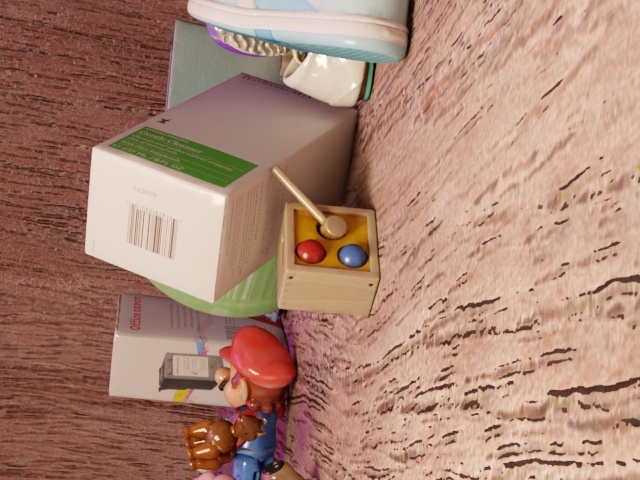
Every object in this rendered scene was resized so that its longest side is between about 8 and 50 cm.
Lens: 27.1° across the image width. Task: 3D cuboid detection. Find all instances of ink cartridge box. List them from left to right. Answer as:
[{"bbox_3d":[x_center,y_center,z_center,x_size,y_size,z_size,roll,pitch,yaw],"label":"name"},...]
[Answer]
[{"bbox_3d":[-0.224,0.201,2.421,0.226,0.306,0.131,-109,25,-72],"label":"ink cartridge box"}]

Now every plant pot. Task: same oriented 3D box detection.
[{"bbox_3d":[-0.141,-0.229,2.297,0.248,0.252,0.247,174,100,-82],"label":"plant pot"}]

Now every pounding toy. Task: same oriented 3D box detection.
[{"bbox_3d":[0.000,0.000,1.578,0.100,0.130,0.141,104,168,-47],"label":"pounding toy"}]

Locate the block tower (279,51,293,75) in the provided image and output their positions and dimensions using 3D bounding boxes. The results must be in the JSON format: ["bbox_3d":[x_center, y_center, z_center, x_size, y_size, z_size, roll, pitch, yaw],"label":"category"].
[{"bbox_3d":[-0.013,-0.410,2.078,0.097,0.091,0.335,106,166,-57],"label":"block tower"}]

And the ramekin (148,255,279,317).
[{"bbox_3d":[-0.131,-0.048,1.988,0.148,0.303,0.303,114,161,-46],"label":"ramekin"}]

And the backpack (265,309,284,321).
[{"bbox_3d":[-0.112,0.057,2.411,0.158,0.116,0.173,104,165,-53],"label":"backpack"}]

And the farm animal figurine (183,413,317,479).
[{"bbox_3d":[-0.074,0.399,1.806,0.330,0.172,0.327,-111,13,-55],"label":"farm animal figurine"}]

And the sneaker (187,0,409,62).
[{"bbox_3d":[-0.013,-0.328,1.554,0.127,0.319,0.208,6,-83,-54],"label":"sneaker"}]

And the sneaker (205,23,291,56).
[{"bbox_3d":[-0.081,-0.305,1.811,0.293,0.146,0.102,-27,-72,-51],"label":"sneaker"}]

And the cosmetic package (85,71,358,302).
[{"bbox_3d":[-0.119,-0.079,1.708,0.365,0.197,0.155,-41,-34,-56],"label":"cosmetic package"}]

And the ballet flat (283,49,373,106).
[{"bbox_3d":[0.021,-0.366,1.667,0.139,0.139,0.400,-110,27,-72],"label":"ballet flat"}]

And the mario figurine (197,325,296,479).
[{"bbox_3d":[-0.134,0.299,2.231,0.198,0.170,0.321,-132,46,-82],"label":"mario figurine"}]
